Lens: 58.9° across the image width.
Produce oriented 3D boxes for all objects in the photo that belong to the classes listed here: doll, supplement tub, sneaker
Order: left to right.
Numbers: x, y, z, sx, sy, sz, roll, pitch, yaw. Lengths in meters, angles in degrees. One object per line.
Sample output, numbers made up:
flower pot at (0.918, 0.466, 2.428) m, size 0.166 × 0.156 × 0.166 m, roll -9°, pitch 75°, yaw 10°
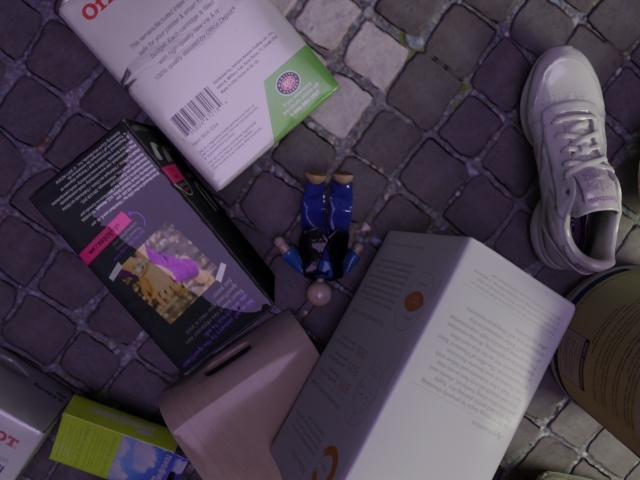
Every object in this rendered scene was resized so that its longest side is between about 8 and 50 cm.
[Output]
doll at (0.000, 0.000, 0.785) m, size 0.129 × 0.046 × 0.189 m, roll -1°, pitch 106°, yaw -13°
sneaker at (0.344, -0.103, 0.741) m, size 0.114 × 0.152 × 0.305 m, roll -9°, pitch 98°, yaw -1°
supplement tub at (0.461, 0.172, 0.704) m, size 0.235 × 0.325 × 0.236 m, roll -1°, pitch 99°, yaw -4°

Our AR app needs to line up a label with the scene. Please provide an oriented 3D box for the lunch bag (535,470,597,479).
lunch bag at (0.376, 0.480, 0.828) m, size 0.286 × 0.169 × 0.235 m, roll 23°, pitch 97°, yaw -12°

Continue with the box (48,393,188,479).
box at (-0.278, 0.293, 0.796) m, size 0.178 × 0.042 × 0.109 m, roll 23°, pitch 119°, yaw -8°

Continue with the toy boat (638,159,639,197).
toy boat at (0.586, -0.074, 0.780) m, size 0.318 × 0.148 × 0.268 m, roll 37°, pitch 90°, yaw -1°

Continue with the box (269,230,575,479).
box at (0.110, 0.178, 0.695) m, size 0.168 × 0.215 × 0.345 m, roll 31°, pitch 84°, yaw -16°

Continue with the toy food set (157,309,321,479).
toy food set at (-0.058, 0.286, 0.816) m, size 0.219 × 0.092 × 0.306 m, roll -32°, pitch 101°, yaw -10°

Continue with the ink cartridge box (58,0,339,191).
ink cartridge box at (-0.141, -0.229, 0.703) m, size 0.198 × 0.115 × 0.273 m, roll -40°, pitch 100°, yaw 2°

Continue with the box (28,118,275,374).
box at (-0.190, 0.001, 0.711) m, size 0.143 × 0.165 × 0.270 m, roll -37°, pitch 100°, yaw 2°

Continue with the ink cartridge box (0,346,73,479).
ink cartridge box at (-0.511, 0.286, 0.755) m, size 0.211 × 0.121 × 0.289 m, roll 34°, pitch 95°, yaw -9°
